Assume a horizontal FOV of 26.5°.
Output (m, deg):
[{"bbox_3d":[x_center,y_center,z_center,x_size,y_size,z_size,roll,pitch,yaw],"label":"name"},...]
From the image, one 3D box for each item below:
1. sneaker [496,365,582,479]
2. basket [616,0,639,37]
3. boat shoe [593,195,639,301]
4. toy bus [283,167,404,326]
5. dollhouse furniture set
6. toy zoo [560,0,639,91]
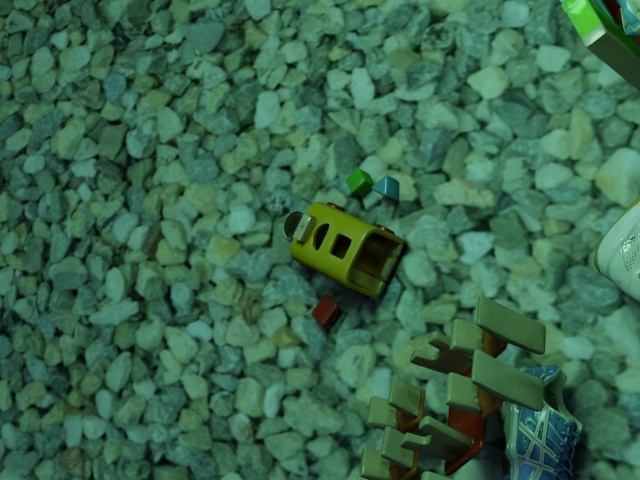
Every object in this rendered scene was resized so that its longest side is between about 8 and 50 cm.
[{"bbox_3d":[0.258,0.240,1.565,0.081,0.080,0.211,-27,60,33],"label":"sneaker"},{"bbox_3d":[0.453,-0.369,1.524,0.289,0.201,0.255,132,137,-58],"label":"basket"},{"bbox_3d":[0.426,-0.047,1.526,0.096,0.098,0.277,49,116,39],"label":"boat shoe"},{"bbox_3d":[0.010,-0.001,1.840,0.202,0.104,0.191,-29,58,28],"label":"toy bus"},{"bbox_3d":[0.164,0.235,1.553,0.262,0.135,0.259,-50,23,46],"label":"dollhouse furniture set"},{"bbox_3d":[0.313,-0.308,1.643,0.030,0.192,0.293,-37,54,22],"label":"toy zoo"}]
